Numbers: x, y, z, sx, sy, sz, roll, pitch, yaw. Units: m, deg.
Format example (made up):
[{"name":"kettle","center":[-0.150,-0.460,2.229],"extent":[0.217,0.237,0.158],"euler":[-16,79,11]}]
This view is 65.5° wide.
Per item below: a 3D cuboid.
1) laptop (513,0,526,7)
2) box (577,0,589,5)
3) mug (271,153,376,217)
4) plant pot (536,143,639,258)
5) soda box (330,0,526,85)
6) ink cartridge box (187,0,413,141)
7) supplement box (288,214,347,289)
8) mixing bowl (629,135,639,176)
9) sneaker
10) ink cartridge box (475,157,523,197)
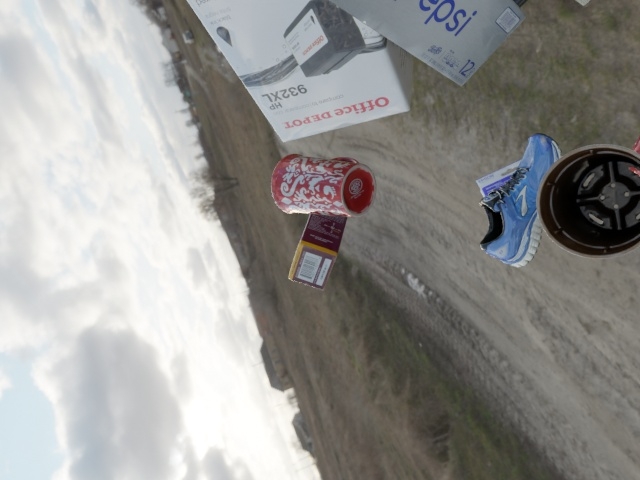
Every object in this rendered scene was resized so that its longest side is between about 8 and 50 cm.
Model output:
[{"name":"laptop","center":[0.516,-0.768,1.198],"extent":[0.408,0.236,0.382],"euler":[-41,67,47]},{"name":"box","center":[0.730,-0.814,1.480],"extent":[0.094,0.275,0.113],"euler":[-43,50,42]},{"name":"mug","center":[0.015,-0.111,0.895],"extent":[0.169,0.150,0.113],"euler":[12,158,46]},{"name":"plant pot","center":[0.450,-0.067,0.781],"extent":[0.167,0.165,0.167],"euler":[8,103,38]},{"name":"soda box","center":[0.060,-0.235,0.420],"extent":[0.286,0.091,0.098],"euler":[7,-135,-47]},{"name":"ink cartridge box","center":[-0.019,-0.305,0.696],"extent":[0.307,0.223,0.129],"euler":[53,-143,-47]},{"name":"supplement box","center":[0.000,0.000,1.067],"extent":[0.188,0.081,0.104],"euler":[-72,2,-51]},{"name":"mixing bowl","center":[0.753,-0.190,1.101],"extent":[0.098,0.181,0.181],"euler":[34,151,36]},{"name":"sneaker","center":[0.482,-0.107,1.221],"extent":[0.130,0.147,0.330],"euler":[-136,62,-84]},{"name":"ink cartridge box","center":[0.578,-0.147,1.428],"extent":[0.045,0.206,0.208],"euler":[52,-159,-38]}]
